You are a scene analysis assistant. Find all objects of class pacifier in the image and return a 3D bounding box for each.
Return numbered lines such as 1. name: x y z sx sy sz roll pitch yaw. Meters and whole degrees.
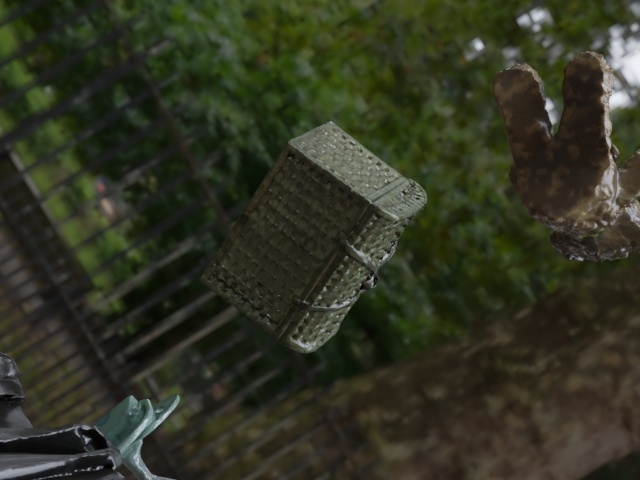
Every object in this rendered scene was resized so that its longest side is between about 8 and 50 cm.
1. pacifier: -0.194 0.232 1.642 0.116 0.150 0.127 51 -9 -4

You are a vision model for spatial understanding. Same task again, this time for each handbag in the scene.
1. handbag: -0.328 0.183 1.364 0.285 0.257 0.113 26 -71 42

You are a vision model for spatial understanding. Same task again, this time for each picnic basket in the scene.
1. picnic basket: 0.000 0.000 1.660 0.154 0.196 0.134 38 22 9

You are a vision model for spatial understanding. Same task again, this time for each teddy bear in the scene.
1. teddy bear: 0.385 -0.115 2.246 0.222 0.246 0.296 -3 87 -60
